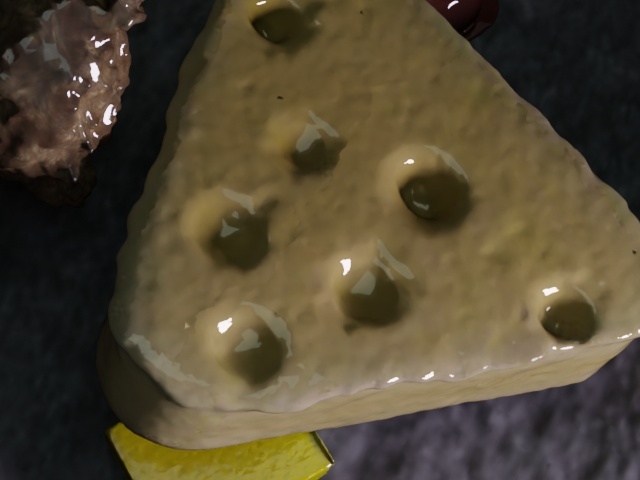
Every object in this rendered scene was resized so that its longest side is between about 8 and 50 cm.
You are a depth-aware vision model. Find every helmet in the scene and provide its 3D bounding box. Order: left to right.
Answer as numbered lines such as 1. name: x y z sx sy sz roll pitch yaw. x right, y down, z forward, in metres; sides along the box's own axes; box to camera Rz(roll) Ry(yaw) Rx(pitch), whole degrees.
1. helmet: 0.084 -0.192 1.203 0.111 0.057 0.089 -12 72 -12

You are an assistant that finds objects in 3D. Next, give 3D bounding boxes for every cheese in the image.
1. cheese: 0.001 0.001 1.074 0.384 0.104 0.384 8 62 -15

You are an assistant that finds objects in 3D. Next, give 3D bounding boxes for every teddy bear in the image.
1. teddy bear: -0.279 -0.127 1.045 0.296 0.222 0.246 11 99 -17

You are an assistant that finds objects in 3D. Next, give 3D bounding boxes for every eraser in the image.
1. eraser: -0.067 0.141 1.082 0.122 0.045 0.097 -27 77 -16
